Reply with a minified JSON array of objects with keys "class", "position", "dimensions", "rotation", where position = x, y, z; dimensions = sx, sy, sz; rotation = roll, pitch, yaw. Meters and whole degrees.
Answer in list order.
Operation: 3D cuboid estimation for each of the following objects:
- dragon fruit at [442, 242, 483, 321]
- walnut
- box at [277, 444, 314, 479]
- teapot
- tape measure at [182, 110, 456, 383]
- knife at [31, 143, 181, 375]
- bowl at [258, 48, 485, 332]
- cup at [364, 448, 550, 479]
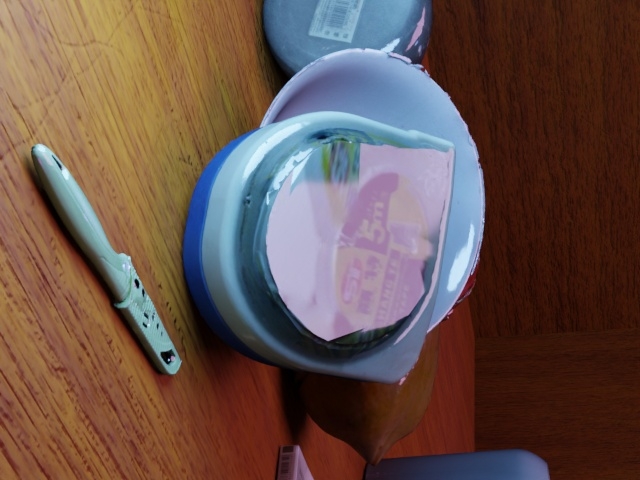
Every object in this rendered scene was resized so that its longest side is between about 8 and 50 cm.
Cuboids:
[{"class":"dragon fruit","position":[0.171,0.039,1.804],"dimensions":[0.252,0.241,0.241],"rotation":[36,49,-54]},{"class":"walnut","position":[0.058,0.144,1.327],"dimensions":[0.203,0.203,0.298],"rotation":[57,29,-64]},{"class":"box","position":[-0.034,0.358,1.213],"dimensions":[0.109,0.029,0.198],"rotation":[71,18,-45]},{"class":"teapot","position":[0.057,-0.230,1.411],"dimensions":[0.285,0.223,0.305],"rotation":[67,7,-73]},{"class":"tape measure","position":[0.002,0.000,0.996],"dimensions":[0.262,0.138,0.259],"rotation":[15,79,-36]},{"class":"knife","position":[-0.162,0.024,0.804],"dimensions":[0.293,0.020,0.043],"rotation":[71,17,-47]},{"class":"bowl","position":[0.019,-0.042,1.191],"dimensions":[0.345,0.157,0.345],"rotation":[1,88,-36]},{"class":"cup","position":[0.241,0.468,1.736],"dimensions":[0.205,0.312,0.205],"rotation":[-7,90,-78]}]
